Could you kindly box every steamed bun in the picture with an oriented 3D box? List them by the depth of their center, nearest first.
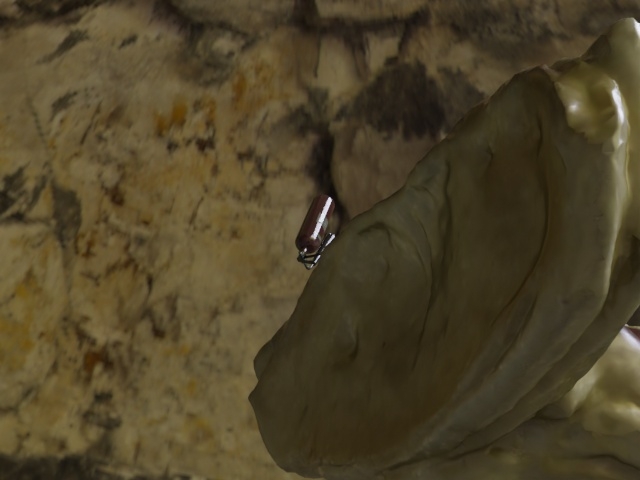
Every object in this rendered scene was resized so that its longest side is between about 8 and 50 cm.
[{"bbox_3d":[0.116,0.085,0.817,0.189,0.247,0.428,14,-34,-20],"label":"steamed bun"}]

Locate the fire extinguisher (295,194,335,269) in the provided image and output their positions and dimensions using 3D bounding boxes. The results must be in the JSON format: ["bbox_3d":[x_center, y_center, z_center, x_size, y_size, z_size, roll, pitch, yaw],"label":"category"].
[{"bbox_3d":[-0.006,0.001,1.424,0.032,0.100,0.046,10,-47,11],"label":"fire extinguisher"}]
